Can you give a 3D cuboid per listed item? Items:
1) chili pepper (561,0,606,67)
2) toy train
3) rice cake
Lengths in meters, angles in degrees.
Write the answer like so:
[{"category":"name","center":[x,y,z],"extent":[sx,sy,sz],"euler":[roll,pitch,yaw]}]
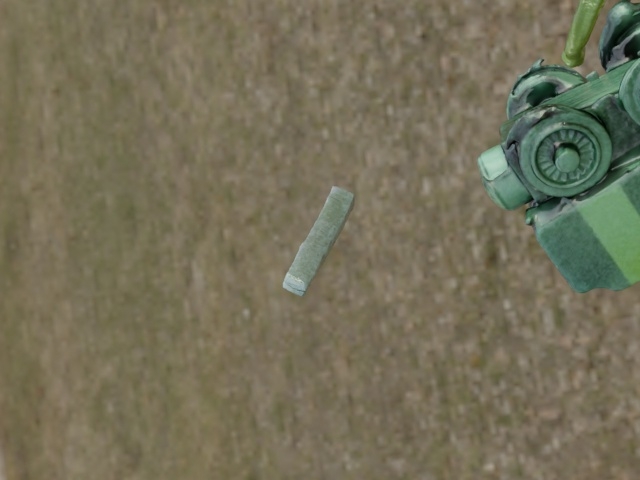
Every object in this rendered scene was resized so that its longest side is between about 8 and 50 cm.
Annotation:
[{"category":"chili pepper","center":[0.154,-0.130,0.811],"extent":[0.017,0.030,0.083],"euler":[44,136,22]},{"category":"toy train","center":[0.321,-0.097,1.475],"extent":[0.238,0.299,0.167],"euler":[53,-162,-20]},{"category":"rice cake","center":[-0.001,0.000,1.658],"extent":[0.029,0.033,0.171],"euler":[105,-170,-47]}]
